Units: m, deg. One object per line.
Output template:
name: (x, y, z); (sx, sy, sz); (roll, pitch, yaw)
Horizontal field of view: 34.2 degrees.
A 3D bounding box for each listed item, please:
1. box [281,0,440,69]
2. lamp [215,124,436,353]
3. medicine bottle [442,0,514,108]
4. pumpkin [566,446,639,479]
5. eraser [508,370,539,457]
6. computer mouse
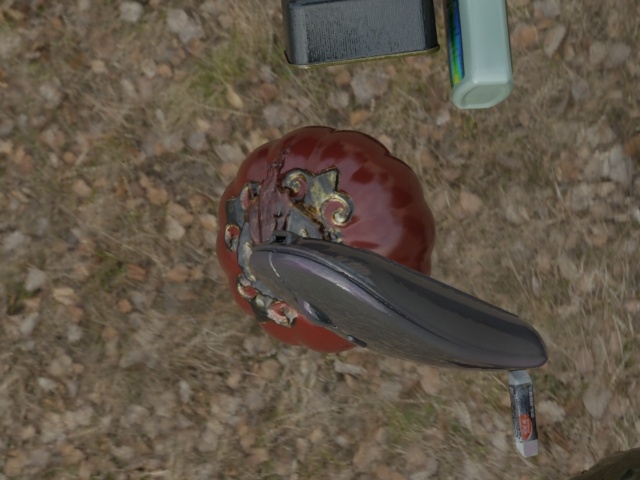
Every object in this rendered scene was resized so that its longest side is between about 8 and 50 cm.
box: (0.048, -0.290, 1.370); (0.201, 0.144, 0.090); (-8, 110, -2)
lamp: (0.000, 0.000, 1.024); (0.227, 0.227, 0.226); (-5, 74, 16)
medicine bottle: (0.206, -0.300, 1.386); (0.083, 0.121, 0.228); (-4, 80, -3)
pumpkin: (0.337, 0.335, 0.977); (0.225, 0.256, 0.303); (-11, 45, 54)
eraser: (0.233, 0.197, 1.192); (0.027, 0.019, 0.099); (-5, 91, -29)
computer mouse: (0.056, 0.054, 0.723); (0.120, 0.232, 0.057); (4, 74, 54)
